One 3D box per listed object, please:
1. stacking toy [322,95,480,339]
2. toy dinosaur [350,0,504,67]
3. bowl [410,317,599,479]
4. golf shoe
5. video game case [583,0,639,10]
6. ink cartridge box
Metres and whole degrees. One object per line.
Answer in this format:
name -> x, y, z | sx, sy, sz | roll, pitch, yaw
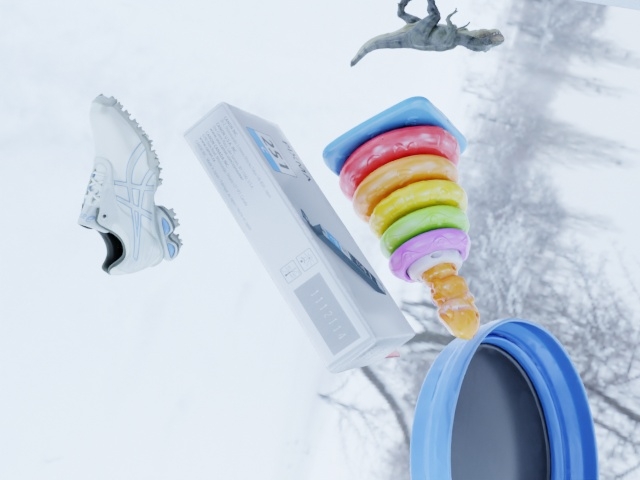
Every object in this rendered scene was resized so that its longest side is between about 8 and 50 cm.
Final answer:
stacking toy -> 0.130, -0.010, 1.062 | 0.175, 0.166, 0.301 | 28, 38, -55
toy dinosaur -> 0.170, -0.363, 1.428 | 0.064, 0.268, 0.118 | 13, 78, -63
bowl -> 0.260, 0.303, 1.173 | 0.391, 0.077, 0.390 | 13, 72, -45
golf shoe -> -0.193, -0.047, 0.803 | 0.086, 0.069, 0.176 | -30, 115, -31
video game case -> 0.246, -0.215, 0.492 | 0.023, 0.202, 0.183 | -58, 157, -47
ink cartridge box -> 0.000, 0.000, 0.952 | 0.066, 0.296, 0.261 | -37, 164, 15
